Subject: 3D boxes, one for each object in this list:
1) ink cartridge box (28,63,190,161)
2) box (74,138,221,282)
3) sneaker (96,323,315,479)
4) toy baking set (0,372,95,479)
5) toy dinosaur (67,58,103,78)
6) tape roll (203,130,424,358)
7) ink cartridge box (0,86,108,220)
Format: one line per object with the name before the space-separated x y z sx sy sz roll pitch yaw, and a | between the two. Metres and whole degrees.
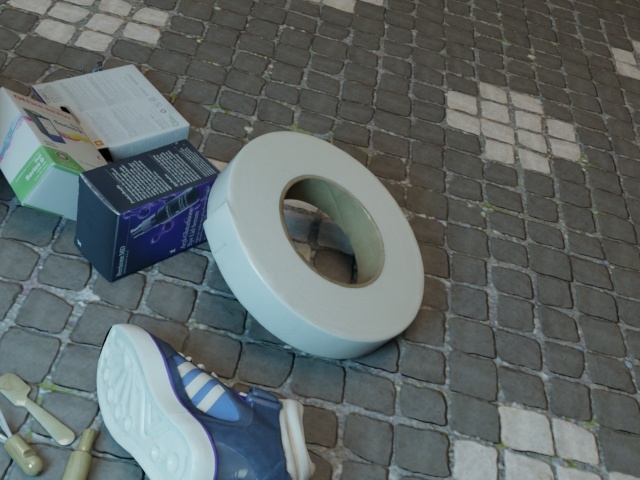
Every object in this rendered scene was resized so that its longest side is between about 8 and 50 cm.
ink cartridge box | -0.398 -0.239 1.565 0.224 0.045 0.223 -21 54 -35
box | -0.275 -0.050 1.326 0.207 0.153 0.108 -27 59 -38
sneaker | -0.143 0.232 1.116 0.236 0.130 0.323 12 19 -40
toy baking set | -0.382 0.271 1.030 0.197 0.030 0.256 16 41 -3
toy dinosaur | -0.458 -0.322 1.640 0.090 0.047 0.082 30 60 -2
tape roll | 0.000 0.000 1.324 0.392 0.072 0.392 25 46 -28
ink cartridge box | -0.444 -0.137 1.356 0.212 0.093 0.154 47 15 31
